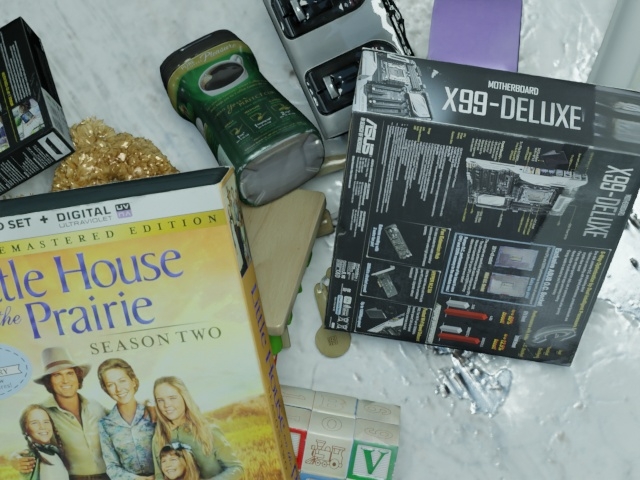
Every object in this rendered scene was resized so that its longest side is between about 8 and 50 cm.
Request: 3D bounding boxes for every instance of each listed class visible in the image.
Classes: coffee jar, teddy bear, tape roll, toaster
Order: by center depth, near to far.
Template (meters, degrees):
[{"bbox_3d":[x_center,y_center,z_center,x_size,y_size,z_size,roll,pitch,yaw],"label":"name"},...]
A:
[{"bbox_3d":[0.142,-0.141,1.261,0.080,0.189,0.189,4,89,7],"label":"tape roll"},{"bbox_3d":[0.026,-0.192,1.293,0.110,0.186,0.168,-23,93,9],"label":"toaster"},{"bbox_3d":[-0.079,-0.123,1.309,0.096,0.079,0.184,-29,54,-11],"label":"coffee jar"},{"bbox_3d":[-0.265,0.044,1.351,0.338,0.113,0.245,-35,87,6],"label":"teddy bear"}]

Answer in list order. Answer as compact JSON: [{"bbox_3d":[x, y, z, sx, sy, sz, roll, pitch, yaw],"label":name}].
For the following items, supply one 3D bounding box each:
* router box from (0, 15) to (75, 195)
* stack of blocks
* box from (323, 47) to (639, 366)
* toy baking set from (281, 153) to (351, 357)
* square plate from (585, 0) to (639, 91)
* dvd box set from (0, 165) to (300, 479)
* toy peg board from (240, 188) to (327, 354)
[{"bbox_3d":[-0.326,-0.126,1.351,0.133,0.046,0.179,-29,50,6],"label":"router box"},{"bbox_3d":[-0.077,0.187,1.293,0.297,0.087,0.171,10,110,2],"label":"stack of blocks"},{"bbox_3d":[0.135,-0.018,1.200,0.242,0.307,0.076,8,51,2],"label":"box"},{"bbox_3d":[-0.007,-0.001,1.359,0.197,0.030,0.256,15,96,2],"label":"toy baking set"},{"bbox_3d":[0.430,-0.166,1.224,0.344,0.049,0.347,19,116,8],"label":"square plate"},{"bbox_3d":[-0.184,0.158,1.212,0.308,0.062,0.420,-7,109,9],"label":"dvd box set"},{"bbox_3d":[-0.087,0.030,1.289,0.161,0.079,0.161,7,52,15],"label":"toy peg board"}]
